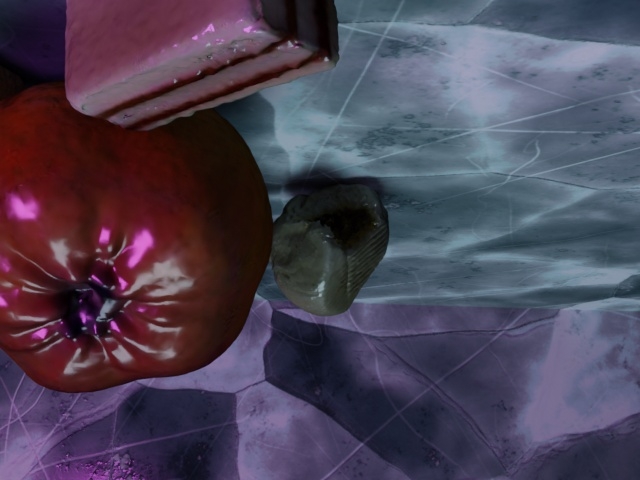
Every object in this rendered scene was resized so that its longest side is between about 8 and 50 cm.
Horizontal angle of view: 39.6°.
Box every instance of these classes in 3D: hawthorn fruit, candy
[{"bbox_3d":[-0.281,-0.037,1.231,0.471,0.472,0.472,1,165,0],"label":"hawthorn fruit"},{"bbox_3d":[-0.139,-0.242,0.951,0.320,0.180,0.135,-10,163,37],"label":"candy"}]

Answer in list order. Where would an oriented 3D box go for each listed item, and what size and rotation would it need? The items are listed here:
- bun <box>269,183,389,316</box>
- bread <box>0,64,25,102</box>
[{"bbox_3d":[0.001,0.010,1.758,0.204,0.282,0.281,30,179,27],"label":"bun"},{"bbox_3d":[-0.522,-0.208,1.246,0.140,0.106,0.236,-9,163,26],"label":"bread"}]
